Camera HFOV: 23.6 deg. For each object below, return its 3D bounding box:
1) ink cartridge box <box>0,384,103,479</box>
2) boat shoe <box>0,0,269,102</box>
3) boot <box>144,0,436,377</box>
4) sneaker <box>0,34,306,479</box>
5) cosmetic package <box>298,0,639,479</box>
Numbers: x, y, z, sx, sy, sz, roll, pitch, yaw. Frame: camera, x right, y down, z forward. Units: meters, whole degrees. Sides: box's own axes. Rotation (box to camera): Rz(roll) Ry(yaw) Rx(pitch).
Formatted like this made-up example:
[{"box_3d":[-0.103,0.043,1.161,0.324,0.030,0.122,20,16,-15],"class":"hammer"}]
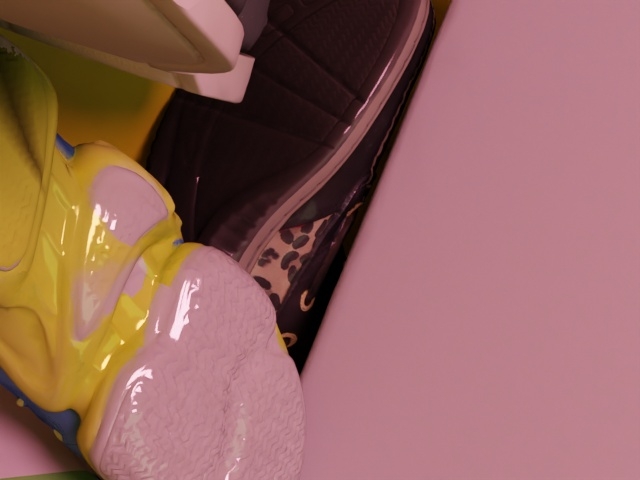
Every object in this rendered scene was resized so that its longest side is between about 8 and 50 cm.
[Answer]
[{"box_3d":[-0.226,0.181,0.591,0.198,0.115,0.273,0,120,-42],"class":"ink cartridge box"},{"box_3d":[-0.060,-0.104,0.440,0.319,0.116,0.099,-19,127,-87],"class":"boat shoe"},{"box_3d":[-0.002,0.000,0.688,0.236,0.085,0.178,-57,146,3],"class":"boot"},{"box_3d":[-0.101,0.018,0.565,0.091,0.126,0.240,-50,124,-30],"class":"sneaker"},{"box_3d":[0.092,0.114,0.680,0.230,0.161,0.453,19,93,-65],"class":"cosmetic package"}]
